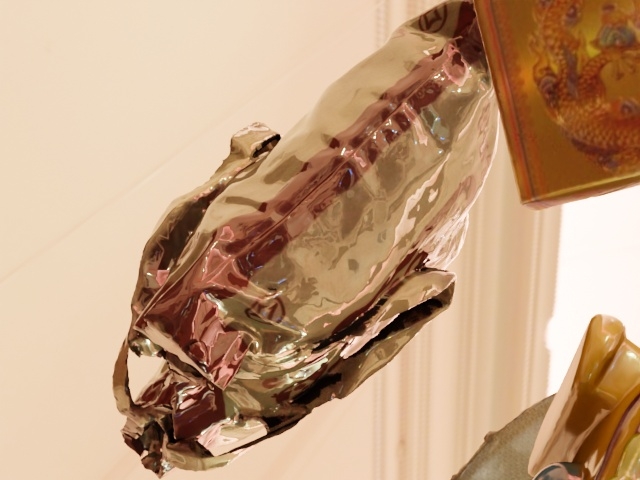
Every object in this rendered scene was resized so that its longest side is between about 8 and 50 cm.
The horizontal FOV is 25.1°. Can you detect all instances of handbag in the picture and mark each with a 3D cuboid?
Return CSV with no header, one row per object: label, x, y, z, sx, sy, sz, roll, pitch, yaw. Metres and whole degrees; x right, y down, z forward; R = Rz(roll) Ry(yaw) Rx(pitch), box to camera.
handbag,0.000,0.000,0.690,0.127,0.235,0.213,45,-23,14

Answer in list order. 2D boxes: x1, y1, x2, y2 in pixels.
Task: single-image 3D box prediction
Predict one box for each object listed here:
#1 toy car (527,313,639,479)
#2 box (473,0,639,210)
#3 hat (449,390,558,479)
toy car,0.086,0.144,0.485,0.142,0.248,0.200,30,-32,13
box,0.113,-0.067,0.335,0.156,0.022,0.089,-13,-100,18
hat,0.180,0.214,0.789,0.130,0.257,0.257,36,-39,59
